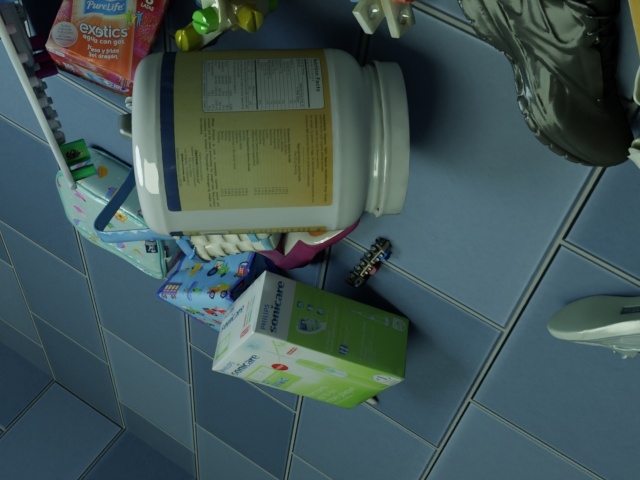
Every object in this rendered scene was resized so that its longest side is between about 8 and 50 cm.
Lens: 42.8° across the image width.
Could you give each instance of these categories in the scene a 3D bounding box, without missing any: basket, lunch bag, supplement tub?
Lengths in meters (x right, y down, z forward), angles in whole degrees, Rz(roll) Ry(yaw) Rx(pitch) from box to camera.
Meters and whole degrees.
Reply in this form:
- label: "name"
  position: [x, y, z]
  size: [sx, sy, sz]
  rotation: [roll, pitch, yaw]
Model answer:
- label: "basket"
  position: [-0.183, -0.095, 1.267]
  size: [0.289, 0.254, 0.201]
  rotation: [-4, 136, 25]
- label: "lunch bag"
  position: [-0.142, 0.148, 1.644]
  size: [0.221, 0.138, 0.293]
  rotation: [-2, 139, 43]
- label: "supplement tub"
  position: [-0.060, -0.122, 1.017]
  size: [0.316, 0.228, 0.228]
  rotation: [-2, 142, -5]
- label: "lunch bag"
  position: [-0.398, -0.045, 1.664]
  size: [0.279, 0.108, 0.224]
  rotation: [31, 146, 13]

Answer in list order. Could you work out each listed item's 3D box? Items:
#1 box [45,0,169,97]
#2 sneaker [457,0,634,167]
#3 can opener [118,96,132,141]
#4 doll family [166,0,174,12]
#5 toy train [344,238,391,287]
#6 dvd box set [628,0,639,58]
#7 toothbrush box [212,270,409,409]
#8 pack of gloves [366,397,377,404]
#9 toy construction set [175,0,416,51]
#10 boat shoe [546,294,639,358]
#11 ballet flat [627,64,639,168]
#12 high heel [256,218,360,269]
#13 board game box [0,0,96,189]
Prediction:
- label: "box"
  position: [-0.292, -0.285, 1.132]
  size: [0.123, 0.128, 0.257]
  rotation: [21, 179, -15]
- label: "sneaker"
  position: [0.256, -0.196, 0.835]
  size: [0.130, 0.109, 0.286]
  rotation: [-19, 118, 46]
- label: "can opener"
  position: [-0.141, -0.177, 1.158]
  size: [0.281, 0.093, 0.074]
  rotation: [-1, 175, 0]
- label: "doll family"
  position: [-0.279, -0.414, 1.093]
  size: [0.163, 0.118, 0.263]
  rotation: [23, 178, 3]
- label: "toy train"
  position: [0.081, 0.041, 1.363]
  size: [0.036, 0.027, 0.158]
  rotation: [35, 148, 1]
- label: "dvd box set"
  position: [0.446, -0.105, 0.694]
  size: [0.308, 0.062, 0.420]
  rotation: [-11, 126, 24]
- label: "toothbrush box"
  position: [-0.018, 0.183, 1.438]
  size: [0.283, 0.122, 0.206]
  rotation: [21, 147, -18]
- label: "pack of gloves"
  position: [-0.023, 0.290, 1.682]
  size: [0.195, 0.046, 0.232]
  rotation: [5, 154, 41]
- label: "toy construction set"
  position: [-0.049, -0.318, 0.941]
  size: [0.328, 0.151, 0.215]
  rotation: [9, 119, 30]
- label: "boat shoe"
  position: [0.411, 0.121, 1.081]
  size: [0.228, 0.079, 0.081]
  rotation: [-12, 118, 47]
- label: "ballet flat"
  position: [0.369, -0.121, 0.829]
  size: [0.096, 0.095, 0.280]
  rotation: [22, 135, 42]
- label: "high heel"
  position: [0.000, 0.000, 1.376]
  size: [0.117, 0.082, 0.244]
  rotation: [24, 146, -39]
- label: "board game box"
  position: [-0.458, -0.333, 1.247]
  size: [0.390, 0.050, 0.390]
  rotation: [81, 163, -46]
